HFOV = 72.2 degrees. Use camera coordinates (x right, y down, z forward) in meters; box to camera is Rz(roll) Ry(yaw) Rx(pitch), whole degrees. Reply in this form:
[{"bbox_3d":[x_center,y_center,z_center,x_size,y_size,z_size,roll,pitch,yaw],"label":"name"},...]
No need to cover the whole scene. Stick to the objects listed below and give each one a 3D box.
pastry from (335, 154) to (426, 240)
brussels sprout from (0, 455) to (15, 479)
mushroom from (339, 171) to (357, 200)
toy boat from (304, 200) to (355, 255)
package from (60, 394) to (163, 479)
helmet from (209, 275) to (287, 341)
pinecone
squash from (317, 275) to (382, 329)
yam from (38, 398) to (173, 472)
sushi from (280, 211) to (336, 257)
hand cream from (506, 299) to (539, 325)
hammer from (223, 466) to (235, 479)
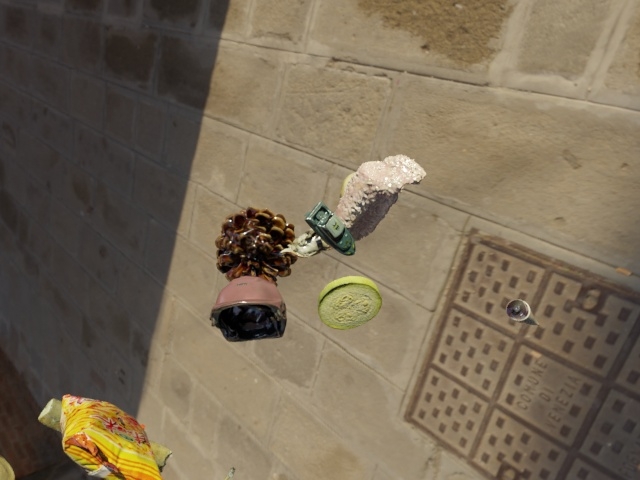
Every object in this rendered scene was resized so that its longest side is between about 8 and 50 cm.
[{"bbox_3d":[0.104,-0.092,0.986,0.265,0.112,0.102,-48,46,36],"label":"pastry"},{"bbox_3d":[-0.987,0.717,1.124,0.276,0.372,0.314,47,155,42],"label":"brussels sprout"},{"bbox_3d":[0.115,-0.123,1.122,0.148,0.148,0.112,0,102,41],"label":"mushroom"},{"bbox_3d":[0.029,-0.017,0.936,0.141,0.055,0.060,46,156,-24],"label":"toy boat"},{"bbox_3d":[-0.439,0.424,0.912,0.108,0.223,0.288,-55,26,-14],"label":"package"},{"bbox_3d":[-0.256,0.235,1.616,0.271,0.338,0.197,-7,51,4],"label":"helmet"},{"bbox_3d":[-0.293,0.062,2.019,0.398,0.398,0.396,6,99,40],"label":"pinecone"},{"bbox_3d":[0.107,0.240,1.689,0.252,0.252,0.048,-58,27,29],"label":"squash"},{"bbox_3d":[-0.589,0.551,1.220,0.083,0.372,0.083,-45,23,25],"label":"yam"},{"bbox_3d":[-0.005,0.007,1.584,0.109,0.273,0.134,55,171,-9],"label":"sushi"},{"bbox_3d":[0.529,0.196,1.160,0.087,0.186,0.054,19,82,33],"label":"hand cream"},{"bbox_3d":[-0.352,0.860,1.522,0.017,0.062,0.182,37,93,2],"label":"hammer"}]
